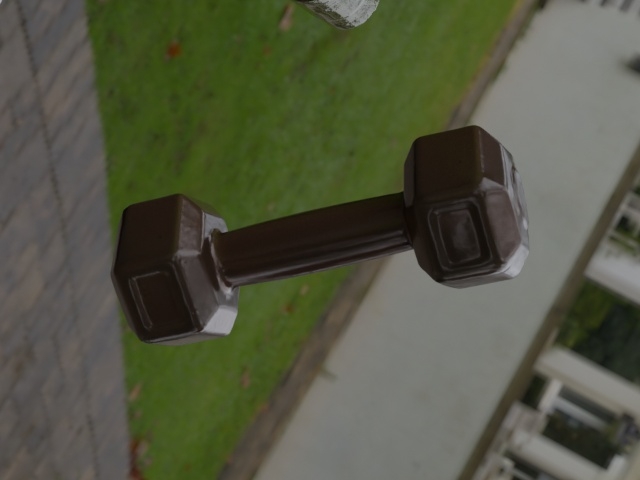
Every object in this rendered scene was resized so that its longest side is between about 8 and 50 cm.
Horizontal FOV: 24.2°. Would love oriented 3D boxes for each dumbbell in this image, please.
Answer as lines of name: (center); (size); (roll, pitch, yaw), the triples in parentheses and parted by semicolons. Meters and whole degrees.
dumbbell: (0.000, 0.000, 0.831); (0.082, 0.231, 0.092); (-66, 141, -65)

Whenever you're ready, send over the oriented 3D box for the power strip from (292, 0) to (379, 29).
power strip: (-0.115, -0.283, 1.179); (0.066, 0.387, 0.092); (-55, 154, 9)
